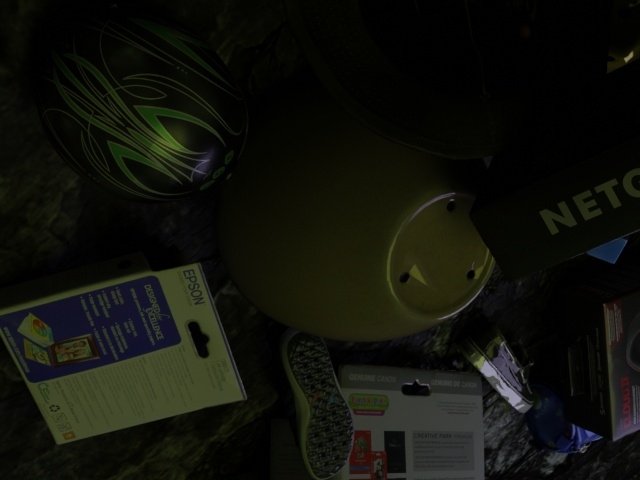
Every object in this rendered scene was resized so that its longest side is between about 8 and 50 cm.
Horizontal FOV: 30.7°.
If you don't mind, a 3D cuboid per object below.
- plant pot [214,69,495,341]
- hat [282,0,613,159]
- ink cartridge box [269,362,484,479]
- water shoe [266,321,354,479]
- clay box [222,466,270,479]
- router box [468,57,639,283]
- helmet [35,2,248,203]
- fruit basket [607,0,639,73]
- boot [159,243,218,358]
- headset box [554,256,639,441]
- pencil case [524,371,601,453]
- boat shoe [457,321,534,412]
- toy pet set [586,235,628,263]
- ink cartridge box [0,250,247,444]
[{"bbox_3d":[0.065,-0.014,1.139,0.284,0.191,0.284,-13,115,-29],"label":"plant pot"},{"bbox_3d":[0.101,-0.214,1.064,0.331,0.331,0.134,-19,-178,-24],"label":"hat"},{"bbox_3d":[0.084,0.308,1.571,0.309,0.130,0.272,12,76,-46],"label":"ink cartridge box"},{"bbox_3d":[-0.013,0.187,1.400,0.073,0.080,0.203,-18,111,-22],"label":"water shoe"},{"bbox_3d":[-0.104,0.408,1.622,0.127,0.053,0.222,-5,133,-37],"label":"clay box"},{"bbox_3d":[0.301,-0.100,1.044,0.309,0.081,0.243,-25,-165,28],"label":"router box"},{"bbox_3d":[-0.151,-0.112,0.970,0.169,0.169,0.161,-49,159,13],"label":"helmet"},{"bbox_3d":[0.380,-0.254,1.198,0.392,0.283,0.392,-39,148,-30],"label":"fruit basket"},{"bbox_3d":[-0.165,0.099,1.229,0.106,0.082,0.219,-29,144,-18],"label":"boot"},{"bbox_3d":[0.473,0.149,1.723,0.293,0.110,0.218,-16,108,-27],"label":"headset box"},{"bbox_3d":[0.467,0.246,1.864,0.306,0.133,0.119,-16,156,-27],"label":"pencil case"},{"bbox_3d":[0.274,0.184,1.688,0.070,0.078,0.219,-41,141,4],"label":"boat shoe"},{"bbox_3d":[0.394,-0.031,1.576,0.122,0.065,0.114,-7,132,-35],"label":"toy pet set"},{"bbox_3d":[-0.197,0.107,1.170,0.208,0.045,0.206,-13,131,0],"label":"ink cartridge box"}]
